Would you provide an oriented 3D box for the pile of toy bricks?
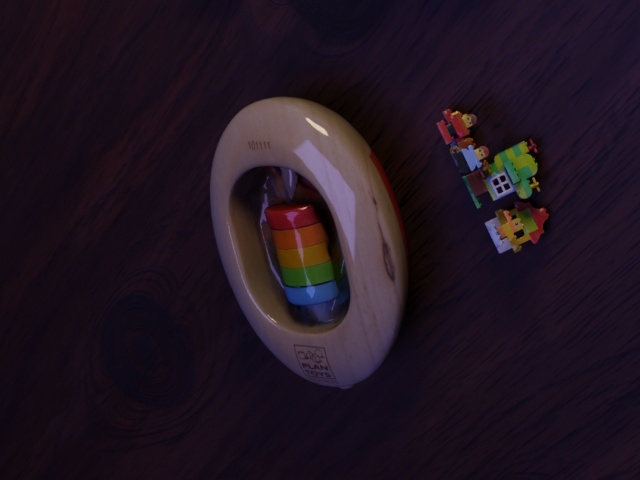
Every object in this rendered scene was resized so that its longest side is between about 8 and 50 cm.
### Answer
[{"bbox_3d":[0.240,-0.093,1.584,0.105,0.118,0.212,-26,87,7],"label":"pile of toy bricks"}]

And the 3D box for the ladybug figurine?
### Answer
[{"bbox_3d":[0.000,0.000,1.740,0.305,0.162,0.449,3,113,34],"label":"ladybug figurine"}]
